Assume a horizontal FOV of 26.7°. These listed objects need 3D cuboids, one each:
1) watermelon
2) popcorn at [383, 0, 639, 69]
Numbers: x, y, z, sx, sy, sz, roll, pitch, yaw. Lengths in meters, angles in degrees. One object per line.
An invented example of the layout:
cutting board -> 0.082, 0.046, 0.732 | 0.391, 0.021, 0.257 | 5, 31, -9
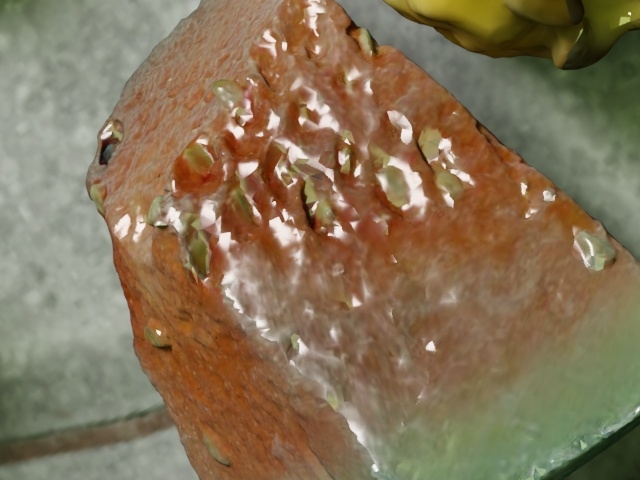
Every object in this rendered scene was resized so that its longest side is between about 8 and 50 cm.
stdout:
watermelon -> 0.000, 0.000, 0.541 | 0.193, 0.140, 0.256 | -32, 80, -2
popcorn -> 0.093, -0.190, 0.466 | 0.190, 0.250, 0.250 | 30, 95, 41
